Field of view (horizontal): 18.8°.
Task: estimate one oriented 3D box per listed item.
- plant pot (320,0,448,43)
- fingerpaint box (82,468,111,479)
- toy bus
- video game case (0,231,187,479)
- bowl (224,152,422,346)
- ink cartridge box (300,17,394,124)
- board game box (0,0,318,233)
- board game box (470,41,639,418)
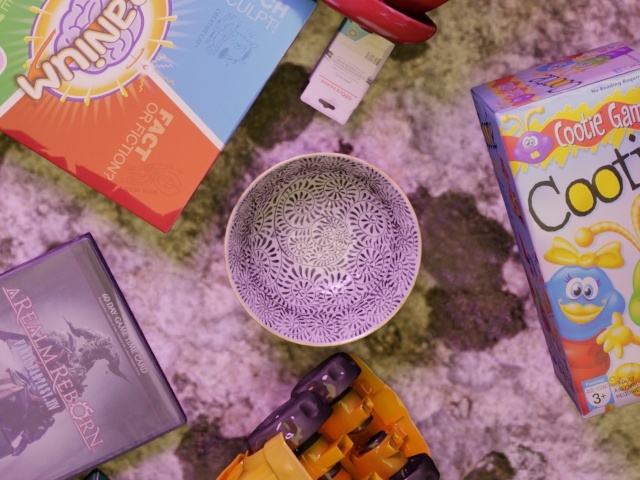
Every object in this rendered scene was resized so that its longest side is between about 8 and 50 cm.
[{"bbox_3d":[0.055,-0.268,1.574,0.191,0.191,0.174,32,102,-10],"label":"plant pot"},{"bbox_3d":[-0.172,0.498,1.743,0.371,0.163,0.445,-44,101,6],"label":"fingerpaint box"},{"bbox_3d":[-0.024,0.224,1.684,0.211,0.220,0.149,-38,94,25],"label":"toy bus"},{"bbox_3d":[-0.285,0.137,1.728,0.274,0.026,0.196,-25,103,3],"label":"video game case"},{"bbox_3d":[0.000,0.000,1.684,0.170,0.080,0.170,-1,103,-4],"label":"bowl"},{"bbox_3d":[0.022,-0.148,1.679,0.048,0.028,0.083,31,99,-9],"label":"ink cartridge box"},{"bbox_3d":[-0.198,-0.191,1.638,0.316,0.064,0.242,32,99,-9],"label":"board game box"},{"bbox_3d":[0.242,-0.012,1.663,0.142,0.144,0.275,-18,104,0],"label":"board game box"}]
